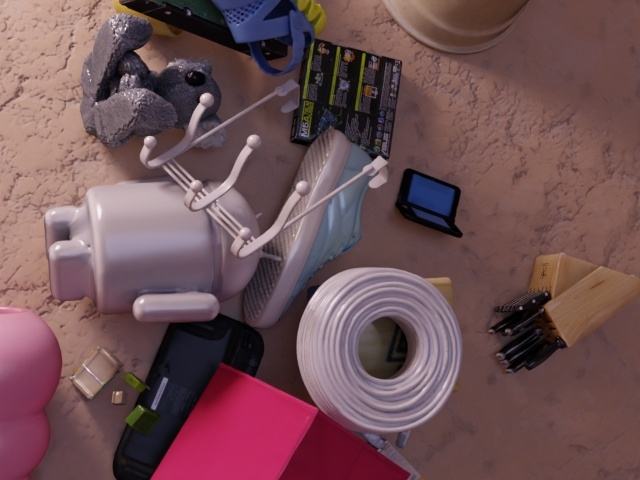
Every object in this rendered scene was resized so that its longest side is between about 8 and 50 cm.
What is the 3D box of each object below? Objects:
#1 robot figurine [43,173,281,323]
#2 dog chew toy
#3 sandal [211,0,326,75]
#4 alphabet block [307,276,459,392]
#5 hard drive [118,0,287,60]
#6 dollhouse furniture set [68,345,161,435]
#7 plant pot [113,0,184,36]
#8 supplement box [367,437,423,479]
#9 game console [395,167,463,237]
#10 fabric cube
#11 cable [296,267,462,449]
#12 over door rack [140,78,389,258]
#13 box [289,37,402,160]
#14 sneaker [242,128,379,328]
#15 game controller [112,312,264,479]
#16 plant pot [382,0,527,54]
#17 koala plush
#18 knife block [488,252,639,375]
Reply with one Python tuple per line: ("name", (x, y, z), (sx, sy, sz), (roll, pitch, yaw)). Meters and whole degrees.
("robot figurine", (-0.247, 0.007, 1.381), (0.353, 0.200, 0.300), (-5, 52, -18))
("dog chew toy", (-0.486, 0.266, 1.283), (0.206, 0.206, 0.332), (1, 92, -18))
("sandal", (-0.105, -0.367, 1.377), (0.317, 0.126, 0.138), (30, 68, -46))
("alphabet block", (0.102, 0.165, 1.488), (0.197, 0.192, 0.194), (-2, 87, -19))
("hard drive", (-0.178, -0.450, 1.433), (0.339, 0.064, 0.237), (8, 81, -53))
("dollhouse furniture set", (-0.322, 0.242, 1.404), (0.151, 0.058, 0.076), (36, 80, 27))
("plant pot", (-0.287, -0.403, 1.456), (0.095, 0.134, 0.134), (-1, 84, 12))
("supplement box", (0.126, 0.391, 1.540), (0.036, 0.062, 0.098), (-45, 98, -16))
("game console", (0.207, -0.069, 1.611), (0.122, 0.107, 0.071), (19, 107, -15))
("fabric cube", (-0.072, 0.382, 1.338), (0.259, 0.254, 0.258), (42, 71, -36))
("cable", (0.091, 0.166, 1.338), (0.257, 0.089, 0.257), (33, 76, -12))
("over door rack", (-0.075, -0.134, 1.343), (0.324, 0.108, 0.239), (-30, 63, -35))
("box", (0.048, -0.252, 1.589), (0.184, 0.045, 0.191), (10, 82, -15))
("sneaker", (0.000, 0.000, 1.503), (0.150, 0.135, 0.366), (29, 84, -25))
("game controller", (-0.215, 0.272, 1.447), (0.166, 0.067, 0.319), (22, 77, -1))
("plant pot", (0.301, -0.539, 1.564), (0.333, 0.305, 0.334), (2, 84, -18))
("koala plush", (-0.259, -0.238, 1.434), (0.221, 0.203, 0.196), (-7, 73, -39))
("knife block", (0.463, 0.157, 1.663), (0.275, 0.088, 0.242), (16, 80, -17))
